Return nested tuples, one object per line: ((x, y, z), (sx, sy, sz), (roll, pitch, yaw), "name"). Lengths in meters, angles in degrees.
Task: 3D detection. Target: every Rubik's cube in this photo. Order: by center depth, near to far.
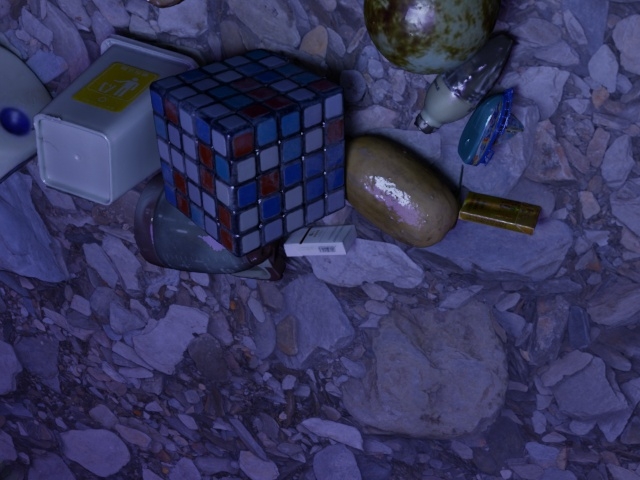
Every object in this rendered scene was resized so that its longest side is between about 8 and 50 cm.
((-0.142, -0.188, 1.685), (0.292, 0.286, 0.293), (36, 140, 39), "Rubik's cube")

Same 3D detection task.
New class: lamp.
((0.274, -0.300, 1.595), (0.101, 0.101, 0.250), (39, 123, -5), "lamp")

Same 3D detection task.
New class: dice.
((-0.844, -0.279, 1.990), (0.277, 0.304, 0.304), (-27, 108, 36), "dice")

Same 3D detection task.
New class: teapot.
((-0.229, -0.006, 1.949), (0.312, 0.233, 0.315), (12, 151, 25), "teapot")

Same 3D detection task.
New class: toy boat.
((0.350, -0.226, 1.635), (0.110, 0.091, 0.175), (4, 131, -21), "toy boat")

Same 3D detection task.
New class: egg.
((0.198, -0.435, 1.447), (0.238, 0.238, 0.290), (17, 109, 14), "egg")

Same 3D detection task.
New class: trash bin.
((-0.430, -0.237, 1.788), (0.255, 0.368, 0.296), (19, 129, 11), "trash bin")

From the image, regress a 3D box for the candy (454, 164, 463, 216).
((0.293, -0.104, 1.770), (0.035, 0.035, 0.123), (14, 120, 11), "candy")

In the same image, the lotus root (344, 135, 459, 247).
((0.136, -0.117, 1.752), (0.342, 0.151, 0.169), (36, 133, 2), "lotus root")

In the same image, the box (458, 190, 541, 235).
((0.373, -0.058, 1.725), (0.156, 0.089, 0.022), (15, 130, 18), "box")

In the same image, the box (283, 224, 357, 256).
((0.000, 0.000, 1.940), (0.154, 0.084, 0.040), (-3, 123, 26), "box")

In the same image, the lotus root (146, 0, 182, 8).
((-0.323, -0.567, 1.700), (0.260, 0.074, 0.170), (-13, 119, 32), "lotus root")
